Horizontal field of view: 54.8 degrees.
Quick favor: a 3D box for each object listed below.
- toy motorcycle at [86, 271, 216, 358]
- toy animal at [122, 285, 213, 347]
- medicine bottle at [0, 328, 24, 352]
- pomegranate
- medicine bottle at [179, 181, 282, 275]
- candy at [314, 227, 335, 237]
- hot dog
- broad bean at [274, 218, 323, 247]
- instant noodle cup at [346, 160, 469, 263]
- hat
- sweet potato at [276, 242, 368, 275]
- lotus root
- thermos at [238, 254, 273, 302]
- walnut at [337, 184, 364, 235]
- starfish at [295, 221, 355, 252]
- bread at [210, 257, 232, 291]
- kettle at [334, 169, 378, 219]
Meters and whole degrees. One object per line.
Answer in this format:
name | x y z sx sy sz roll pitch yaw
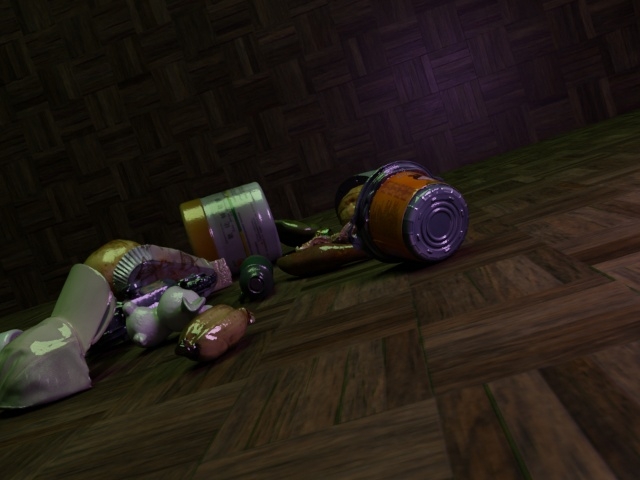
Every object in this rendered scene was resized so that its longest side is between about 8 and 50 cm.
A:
toy motorcycle | -0.356 0.142 1.239 0.307 0.108 0.173 -24 -1 -37
toy animal | -0.235 0.136 1.056 0.181 0.131 0.127 -24 36 18
medicine bottle | -0.744 0.264 1.313 0.260 0.095 0.095 -16 6 12
pomegranate | -0.496 0.109 1.550 0.215 0.215 0.215 -18 6 2
medicine bottle | -0.249 -0.023 1.719 0.231 0.238 0.238 -19 6 -9
candy | 0.000 0.000 1.731 0.060 0.060 0.201 -20 -2 -10
hot dog | -0.348 0.085 1.394 0.144 0.075 0.268 -57 -33 8
broad bean | -0.070 -0.031 1.797 0.153 0.072 0.207 4 -12 -7
instant noodle cup | 0.160 -0.037 1.011 0.208 0.178 0.125 -41 26 -13
hat | -0.438 0.148 0.988 0.164 0.226 0.219 4 -13 -41
sweet potato | 0.011 0.036 1.268 0.255 0.058 0.078 -12 -13 25
lotus root | -0.145 0.127 0.859 0.072 0.063 0.152 9 22 34
thermos | -0.136 0.076 1.260 0.083 0.073 0.187 -18 6 -4
walnut | 0.123 -0.071 1.497 0.180 0.144 0.144 -19 4 37
starfish | 0.035 0.011 1.378 0.209 0.053 0.150 -5 -32 -38
bread | -0.308 0.101 1.561 0.152 0.077 0.105 -19 7 -18
kettle | 0.147 -0.097 1.700 0.221 0.161 0.236 -51 -13 30
